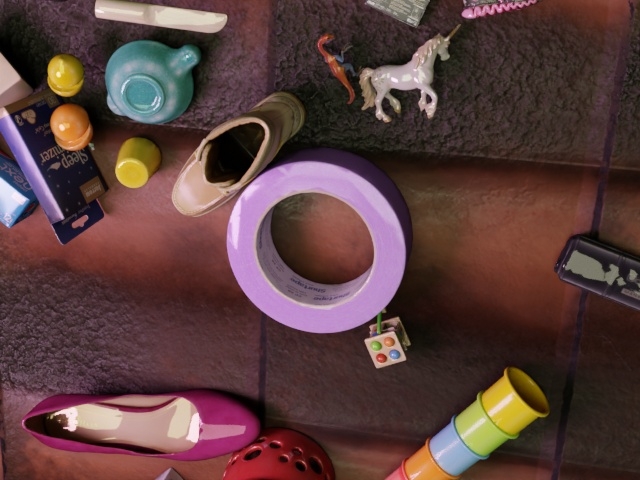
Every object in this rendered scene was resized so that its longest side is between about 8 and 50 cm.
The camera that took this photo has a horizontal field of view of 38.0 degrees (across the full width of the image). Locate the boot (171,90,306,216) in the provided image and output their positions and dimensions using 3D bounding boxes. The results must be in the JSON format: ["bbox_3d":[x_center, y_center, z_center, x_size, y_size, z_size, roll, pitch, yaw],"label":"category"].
[{"bbox_3d":[-0.145,-0.106,1.357,0.262,0.203,0.095,-36,98,21],"label":"boot"}]

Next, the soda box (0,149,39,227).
[{"bbox_3d":[-0.557,-0.119,1.520,0.210,0.071,0.067,41,111,-4],"label":"soda box"}]

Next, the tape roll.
[{"bbox_3d":[0.000,0.000,1.427,0.275,0.090,0.274,4,110,11],"label":"tape roll"}]

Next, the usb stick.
[{"bbox_3d":[0.483,0.071,1.366,0.278,0.045,0.077,22,106,5],"label":"usb stick"}]

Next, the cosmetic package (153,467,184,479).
[{"bbox_3d":[-0.231,0.533,1.662,0.085,0.117,0.231,-39,99,22],"label":"cosmetic package"}]

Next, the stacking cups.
[{"bbox_3d":[0.219,0.334,1.494,0.096,0.096,0.316,43,113,-4],"label":"stacking cups"}]

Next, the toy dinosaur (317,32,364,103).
[{"bbox_3d":[0.026,-0.257,1.336,0.047,0.090,0.082,-27,146,30],"label":"toy dinosaur"}]

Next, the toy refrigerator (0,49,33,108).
[{"bbox_3d":[-0.585,-0.193,1.428,0.269,0.094,0.102,-40,89,-6],"label":"toy refrigerator"}]

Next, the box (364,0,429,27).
[{"bbox_3d":[0.113,-0.348,1.311,0.083,0.018,0.067,25,113,3],"label":"box"}]

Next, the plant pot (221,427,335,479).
[{"bbox_3d":[-0.085,0.437,1.563,0.191,0.174,0.191,5,109,13],"label":"plant pot"}]

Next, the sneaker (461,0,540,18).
[{"bbox_3d":[0.250,-0.340,1.272,0.119,0.047,0.057,-8,96,14],"label":"sneaker"}]

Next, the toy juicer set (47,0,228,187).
[{"bbox_3d":[-0.291,-0.251,1.391,0.209,0.089,0.329,25,120,-11],"label":"toy juicer set"}]

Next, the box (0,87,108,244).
[{"bbox_3d":[-0.409,-0.118,1.451,0.037,0.136,0.225,-17,106,24],"label":"box"}]

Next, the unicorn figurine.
[{"bbox_3d":[0.131,-0.230,1.326,0.162,0.060,0.111,-10,117,8],"label":"unicorn figurine"}]

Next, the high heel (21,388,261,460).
[{"bbox_3d":[-0.297,0.314,1.549,0.377,0.181,0.127,-4,85,15],"label":"high heel"}]

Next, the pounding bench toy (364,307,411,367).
[{"bbox_3d":[0.100,0.149,1.471,0.052,0.065,0.083,-19,104,19],"label":"pounding bench toy"}]
